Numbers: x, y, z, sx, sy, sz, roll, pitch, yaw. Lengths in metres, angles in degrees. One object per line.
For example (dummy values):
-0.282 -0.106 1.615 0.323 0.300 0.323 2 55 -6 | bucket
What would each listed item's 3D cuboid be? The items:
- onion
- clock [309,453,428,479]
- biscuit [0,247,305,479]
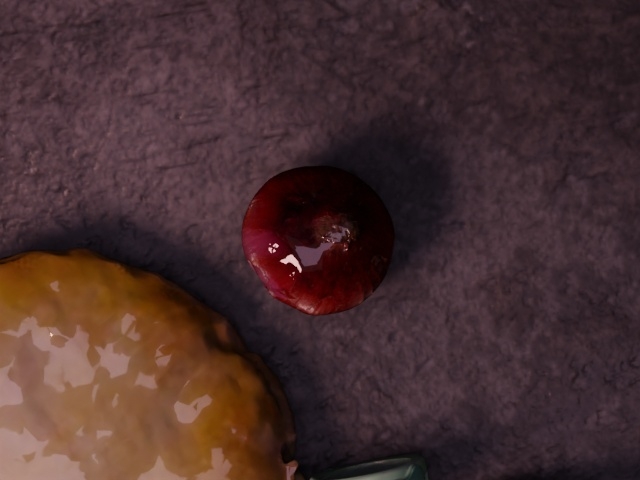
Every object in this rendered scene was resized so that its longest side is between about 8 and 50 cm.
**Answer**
0.000 0.000 1.573 0.131 0.131 0.131 0 91 3 | onion
0.040 0.210 1.565 0.101 0.135 0.041 -11 90 4 | clock
-0.233 0.224 1.573 0.446 0.104 0.429 -43 90 -12 | biscuit
